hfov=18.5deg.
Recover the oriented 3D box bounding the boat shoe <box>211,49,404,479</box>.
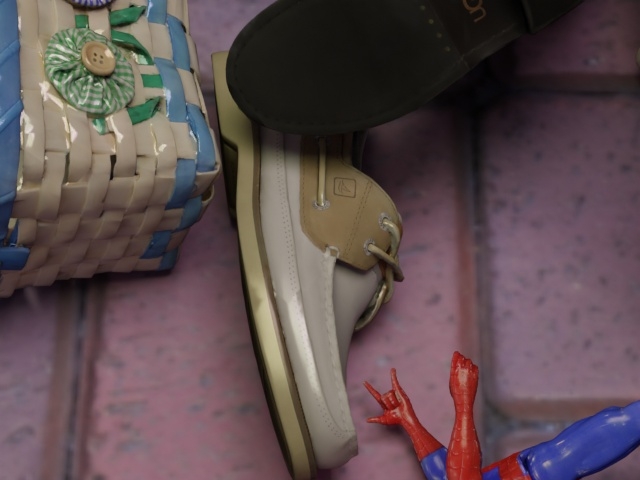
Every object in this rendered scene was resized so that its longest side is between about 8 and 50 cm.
[{"bbox_3d":[0.000,0.000,1.197,0.103,0.113,0.302,-7,58,-4],"label":"boat shoe"}]

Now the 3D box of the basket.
[{"bbox_3d":[-0.218,-0.091,1.191,0.289,0.201,0.255,-4,61,-16],"label":"basket"}]

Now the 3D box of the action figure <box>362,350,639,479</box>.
[{"bbox_3d":[0.124,0.092,1.126,0.280,0.091,0.139,-32,77,7],"label":"action figure"}]

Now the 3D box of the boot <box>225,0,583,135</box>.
[{"bbox_3d":[0.071,-0.148,1.236,0.263,0.229,0.091,-22,99,5],"label":"boot"}]

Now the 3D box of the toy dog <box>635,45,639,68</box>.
[{"bbox_3d":[0.368,-0.167,1.198,0.395,0.284,0.408,-14,40,23],"label":"toy dog"}]
